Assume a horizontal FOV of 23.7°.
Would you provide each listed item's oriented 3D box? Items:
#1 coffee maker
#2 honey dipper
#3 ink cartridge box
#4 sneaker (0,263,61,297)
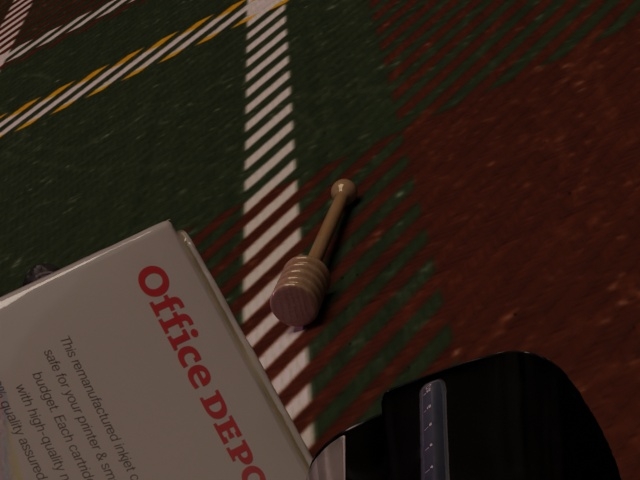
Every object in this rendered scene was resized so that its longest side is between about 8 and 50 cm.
[{"bbox_3d":[0.073,0.132,0.528,0.171,0.120,0.178,0,29,5],"label":"coffee maker"},{"bbox_3d":[0.000,0.000,0.957,0.030,0.030,0.161,-18,24,21],"label":"honey dipper"},{"bbox_3d":[-0.121,0.109,0.653,0.212,0.154,0.093,-26,-15,-14],"label":"ink cartridge box"},{"bbox_3d":[-0.200,0.122,0.741,0.268,0.153,0.101,-35,-7,-24],"label":"sneaker"}]
